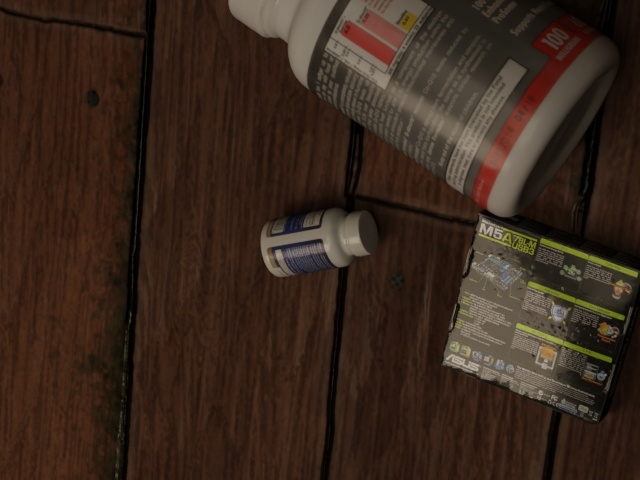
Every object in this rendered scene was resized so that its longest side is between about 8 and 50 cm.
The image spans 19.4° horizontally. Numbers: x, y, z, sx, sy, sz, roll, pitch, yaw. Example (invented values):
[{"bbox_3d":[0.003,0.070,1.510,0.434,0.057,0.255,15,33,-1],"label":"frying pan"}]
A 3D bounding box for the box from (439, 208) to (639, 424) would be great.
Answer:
[{"bbox_3d":[0.237,0.079,1.990,0.190,0.045,0.184,20,109,20],"label":"box"}]

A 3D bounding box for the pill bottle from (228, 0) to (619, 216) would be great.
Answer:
[{"bbox_3d":[0.099,-0.202,1.882,0.363,0.210,0.210,35,115,12],"label":"pill bottle"}]

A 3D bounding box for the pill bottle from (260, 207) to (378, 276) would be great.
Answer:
[{"bbox_3d":[0.000,0.000,2.064,0.120,0.067,0.067,-10,100,27],"label":"pill bottle"}]
